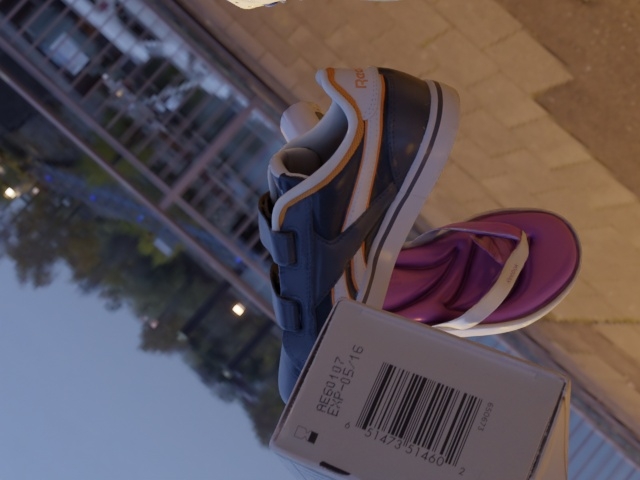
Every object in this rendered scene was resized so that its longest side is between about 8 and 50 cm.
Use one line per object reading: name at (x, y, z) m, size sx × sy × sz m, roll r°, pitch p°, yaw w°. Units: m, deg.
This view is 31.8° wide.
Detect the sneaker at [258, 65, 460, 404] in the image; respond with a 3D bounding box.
sneaker at (0.000, 0.000, 0.957) m, size 0.127 × 0.321 × 0.126 m, roll 15°, pitch -161°, yaw -17°

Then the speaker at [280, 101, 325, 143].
speaker at (-0.003, -0.101, 1.239) m, size 0.055 × 0.055 × 0.136 m, roll 46°, pitch -170°, yaw -36°

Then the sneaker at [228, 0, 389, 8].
sneaker at (-0.035, -0.270, 1.031) m, size 0.296 × 0.112 × 0.131 m, roll 20°, pitch 155°, yaw 14°

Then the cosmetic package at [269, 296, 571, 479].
cosmetic package at (0.086, 0.167, 0.797) m, size 0.160 × 0.113 × 0.309 m, roll 19°, pitch 161°, yaw 19°

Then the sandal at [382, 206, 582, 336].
sandal at (0.179, 0.042, 1.440) m, size 0.169 × 0.416 × 0.102 m, roll 66°, pitch 155°, yaw 20°
